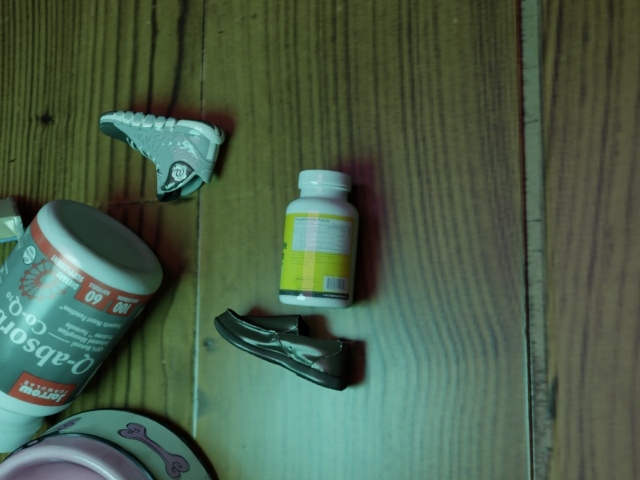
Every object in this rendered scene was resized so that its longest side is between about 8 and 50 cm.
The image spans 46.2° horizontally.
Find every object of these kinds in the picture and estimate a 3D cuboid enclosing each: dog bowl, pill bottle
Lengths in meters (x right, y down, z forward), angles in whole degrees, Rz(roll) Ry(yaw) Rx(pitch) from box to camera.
[{"bbox_3d":[-0.342,0.457,1.087,0.407,0.150,0.408,-2,85,18],"label":"dog bowl"},{"bbox_3d":[-0.425,0.135,1.158,0.210,0.210,0.363,42,102,23],"label":"pill bottle"},{"bbox_3d":[0.000,0.000,1.038,0.103,0.103,0.184,2,84,25],"label":"pill bottle"}]

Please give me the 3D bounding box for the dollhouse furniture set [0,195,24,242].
[{"bbox_3d":[-0.623,0.086,1.331,0.286,0.198,0.304,34,130,58],"label":"dollhouse furniture set"}]

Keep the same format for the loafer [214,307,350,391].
[{"bbox_3d":[-0.049,0.139,1.065,0.220,0.080,0.078,21,83,20],"label":"loafer"}]

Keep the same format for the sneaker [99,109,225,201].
[{"bbox_3d":[-0.265,-0.130,1.188,0.228,0.086,0.132,9,90,24],"label":"sneaker"}]
